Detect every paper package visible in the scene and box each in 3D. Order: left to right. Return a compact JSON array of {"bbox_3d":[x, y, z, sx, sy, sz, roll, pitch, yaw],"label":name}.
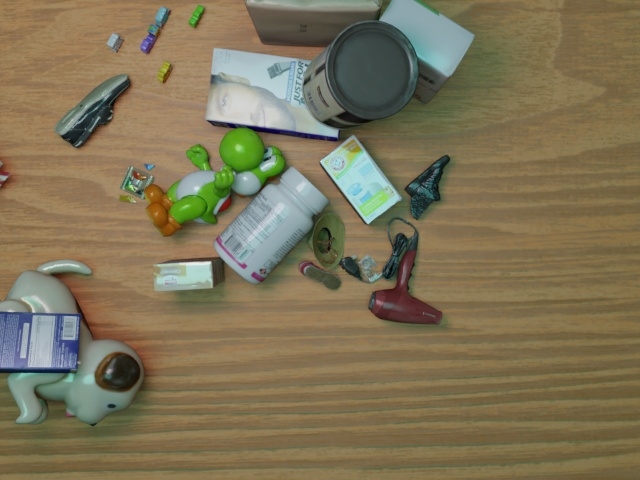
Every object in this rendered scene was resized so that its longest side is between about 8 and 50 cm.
[{"bbox_3d":[-0.011,-0.579,1.526,0.309,0.325,0.168,3,92,1],"label":"paper package"}]

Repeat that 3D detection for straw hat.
[{"bbox_3d":[0.000,0.000,1.673,0.061,0.144,0.144,5,93,40],"label":"straw hat"}]

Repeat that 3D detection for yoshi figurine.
[{"bbox_3d":[-0.272,-0.168,1.612,0.362,0.203,0.203,-27,85,-2],"label":"yoshi figurine"}]

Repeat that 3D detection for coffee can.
[{"bbox_3d":[0.080,-0.362,1.457,0.201,0.275,0.201,-1,95,-12],"label":"coffee can"}]

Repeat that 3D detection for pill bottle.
[{"bbox_3d":[-0.120,-0.040,1.627,0.160,0.160,0.283,44,92,-1],"label":"pill bottle"}]

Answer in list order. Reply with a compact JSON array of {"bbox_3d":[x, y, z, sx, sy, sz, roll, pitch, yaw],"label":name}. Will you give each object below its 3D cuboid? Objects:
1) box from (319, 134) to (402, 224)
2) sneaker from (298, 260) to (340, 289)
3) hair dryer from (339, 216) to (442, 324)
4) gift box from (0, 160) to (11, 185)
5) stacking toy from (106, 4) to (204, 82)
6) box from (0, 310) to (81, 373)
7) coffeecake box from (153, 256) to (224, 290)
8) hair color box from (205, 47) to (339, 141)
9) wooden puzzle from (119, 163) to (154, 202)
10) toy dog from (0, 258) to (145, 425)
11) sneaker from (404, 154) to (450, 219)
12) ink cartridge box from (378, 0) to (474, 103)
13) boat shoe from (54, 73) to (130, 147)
[{"bbox_3d":[0.099,-0.153,1.650,0.114,0.103,0.203,-37,91,1],"label":"box"},{"bbox_3d":[-0.005,0.089,1.696,0.118,0.067,0.042,29,90,-31],"label":"sneaker"},{"bbox_3d":[0.211,0.107,1.670,0.223,0.080,0.293,-36,92,1],"label":"hair dryer"},{"bbox_3d":[-0.952,-0.194,1.577,0.276,0.258,0.255,-39,91,9],"label":"gift box"},{"bbox_3d":[-0.425,-0.544,1.670,0.167,0.052,0.221,30,90,-2],"label":"stacking toy"},{"bbox_3d":[-0.661,0.228,1.448,0.225,0.036,0.136,6,60,-22],"label":"box"},{"bbox_3d":[-0.325,0.082,1.620,0.142,0.185,0.068,-3,92,0],"label":"coffeecake box"},{"bbox_3d":[-0.109,-0.367,1.644,0.339,0.110,0.185,7,93,2],"label":"hair color box"},{"bbox_3d":[-0.483,-0.151,1.699,0.078,0.014,0.116,17,92,0],"label":"wooden puzzle"},{"bbox_3d":[-0.636,0.287,1.615,0.408,0.284,0.395,36,55,1],"label":"toy dog"},{"bbox_3d":[0.287,-0.138,1.678,0.170,0.051,0.089,-40,91,6],"label":"sneaker"},{"bbox_3d":[0.226,-0.455,1.554,0.201,0.278,0.117,32,89,-1],"label":"ink cartridge box"},{"bbox_3d":[-0.577,-0.340,1.674,0.233,0.084,0.079,-46,129,-5],"label":"boat shoe"}]
